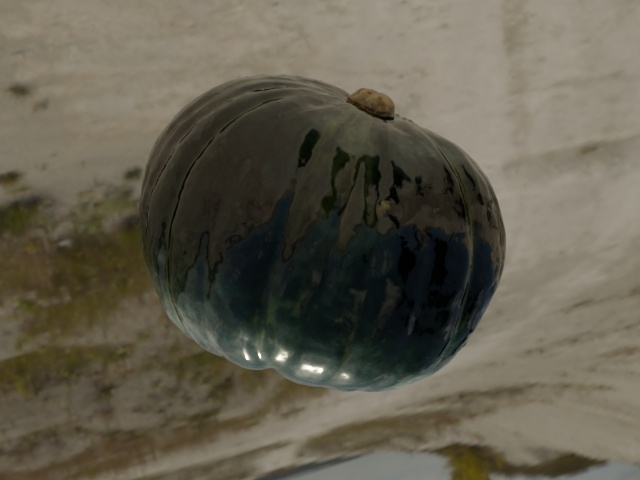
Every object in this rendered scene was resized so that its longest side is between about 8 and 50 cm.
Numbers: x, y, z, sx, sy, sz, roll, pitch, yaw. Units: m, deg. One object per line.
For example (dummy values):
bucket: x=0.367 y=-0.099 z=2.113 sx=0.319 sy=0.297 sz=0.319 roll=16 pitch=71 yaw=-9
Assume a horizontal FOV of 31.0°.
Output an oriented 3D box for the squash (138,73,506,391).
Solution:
squash: x=0.000 y=-0.005 z=0.670 sx=0.218 sy=0.172 sz=0.218 roll=23 pitch=179 yaw=0
